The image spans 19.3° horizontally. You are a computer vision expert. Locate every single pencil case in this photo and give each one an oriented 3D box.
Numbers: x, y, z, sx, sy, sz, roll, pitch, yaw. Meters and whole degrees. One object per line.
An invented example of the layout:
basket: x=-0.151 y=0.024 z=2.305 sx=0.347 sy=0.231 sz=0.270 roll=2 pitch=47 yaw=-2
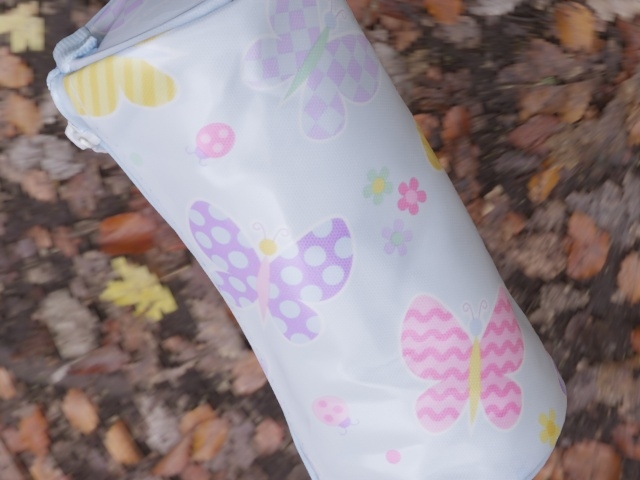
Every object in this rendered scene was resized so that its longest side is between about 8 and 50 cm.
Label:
pencil case: x=0.000 y=0.000 z=0.804 sx=0.124 sy=0.113 sz=0.273 roll=-40 pitch=112 yaw=-16
